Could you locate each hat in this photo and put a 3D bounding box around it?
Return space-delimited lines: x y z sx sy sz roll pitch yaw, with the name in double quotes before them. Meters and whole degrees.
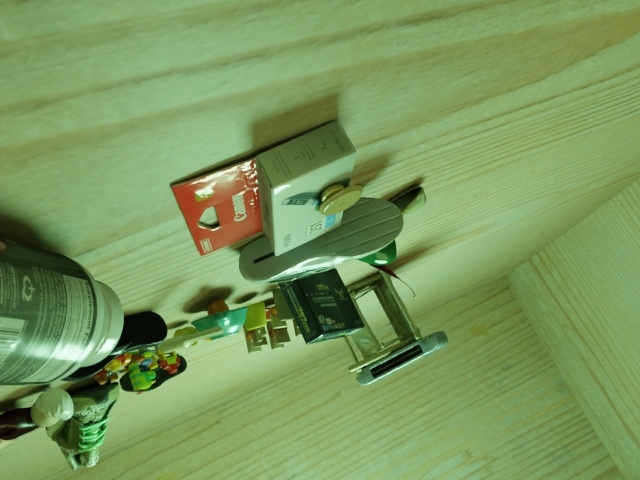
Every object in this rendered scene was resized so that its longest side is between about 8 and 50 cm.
"hat" 0.148 0.052 1.384 0.208 0.184 0.173 -16 159 -33

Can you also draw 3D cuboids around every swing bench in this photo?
"swing bench" 0.163 0.257 1.889 0.254 0.253 0.165 -28 163 5

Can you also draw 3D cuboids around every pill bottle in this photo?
"pill bottle" -0.385 0.090 0.720 0.176 0.176 0.318 -28 163 5

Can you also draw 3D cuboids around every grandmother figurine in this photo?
"grandmother figurine" -0.739 0.445 1.377 0.342 0.104 0.208 -25 172 4

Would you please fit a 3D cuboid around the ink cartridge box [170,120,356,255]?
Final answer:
"ink cartridge box" -0.083 -0.049 0.950 0.261 0.066 0.296 -25 163 -11

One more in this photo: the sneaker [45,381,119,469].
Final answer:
"sneaker" -0.626 0.514 1.593 0.158 0.182 0.410 -12 157 -39

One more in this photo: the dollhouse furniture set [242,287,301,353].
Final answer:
"dollhouse furniture set" -0.077 0.199 1.648 0.259 0.135 0.262 -3 153 -29

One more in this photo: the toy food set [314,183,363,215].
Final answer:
"toy food set" 0.030 -0.066 0.929 0.083 0.020 0.082 -20 161 -31

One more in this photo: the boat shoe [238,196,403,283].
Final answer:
"boat shoe" 0.000 0.000 1.172 0.335 0.121 0.119 -16 171 2

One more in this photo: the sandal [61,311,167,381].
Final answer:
"sandal" -0.408 0.190 1.139 0.054 0.097 0.254 -39 170 37

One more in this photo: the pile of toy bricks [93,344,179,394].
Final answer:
"pile of toy bricks" -0.448 0.325 1.433 0.118 0.105 0.212 -35 161 25

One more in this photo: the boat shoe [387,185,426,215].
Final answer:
"boat shoe" 0.162 -0.068 1.282 0.153 0.056 0.048 -30 154 4

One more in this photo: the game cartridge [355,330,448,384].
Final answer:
"game cartridge" 0.271 0.383 1.897 0.294 0.060 0.196 -32 167 17

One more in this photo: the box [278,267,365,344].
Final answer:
"box" 0.005 0.160 1.491 0.059 0.183 0.232 -35 160 24

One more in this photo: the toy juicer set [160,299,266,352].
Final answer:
"toy juicer set" -0.268 0.193 1.369 0.209 0.090 0.329 -17 174 12

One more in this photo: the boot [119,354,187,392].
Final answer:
"boot" -0.489 0.394 1.644 0.198 0.077 0.137 -7 159 -46
